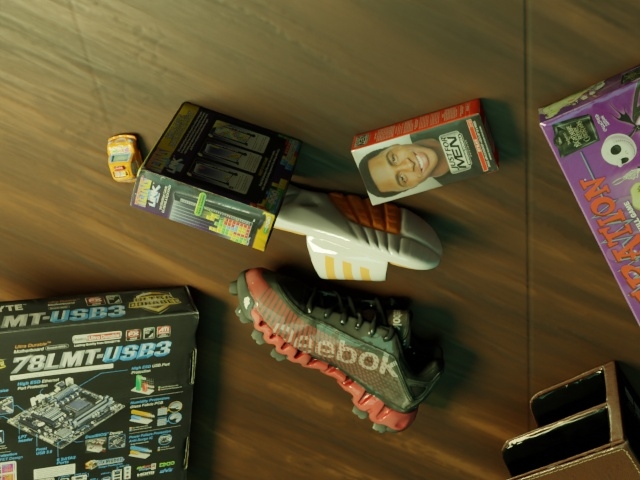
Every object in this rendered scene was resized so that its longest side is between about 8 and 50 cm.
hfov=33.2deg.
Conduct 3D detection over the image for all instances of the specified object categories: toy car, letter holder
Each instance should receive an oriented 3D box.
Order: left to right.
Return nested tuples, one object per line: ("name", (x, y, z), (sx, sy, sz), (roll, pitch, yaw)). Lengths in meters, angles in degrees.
("toy car", (-0.181, -0.078, 1.192), (0.122, 0.040, 0.060), (12, 120, 3))
("letter holder", (0.328, 0.333, 1.281), (0.214, 0.152, 0.302), (-27, 111, 23))

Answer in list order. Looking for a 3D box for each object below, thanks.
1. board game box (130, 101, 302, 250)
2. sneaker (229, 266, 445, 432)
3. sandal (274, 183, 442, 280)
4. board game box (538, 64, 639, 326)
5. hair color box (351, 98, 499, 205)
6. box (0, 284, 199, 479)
("board game box", (-0.103, -0.070, 1.110), (0.141, 0.170, 0.048), (18, 121, -1))
("sneaker", (0.029, 0.102, 1.227), (0.276, 0.098, 0.135), (37, 118, -14))
("sandal", (0.002, -0.005, 1.178), (0.265, 0.102, 0.076), (16, 121, 9))
("board game box", (0.395, -0.029, 1.131), (0.208, 0.056, 0.347), (-22, 113, 24))
("hair color box", (0.111, -0.093, 1.138), (0.141, 0.043, 0.072), (-16, 116, 17))
("box", (-0.300, 0.203, 1.278), (0.295, 0.073, 0.293), (-6, 120, -21))
